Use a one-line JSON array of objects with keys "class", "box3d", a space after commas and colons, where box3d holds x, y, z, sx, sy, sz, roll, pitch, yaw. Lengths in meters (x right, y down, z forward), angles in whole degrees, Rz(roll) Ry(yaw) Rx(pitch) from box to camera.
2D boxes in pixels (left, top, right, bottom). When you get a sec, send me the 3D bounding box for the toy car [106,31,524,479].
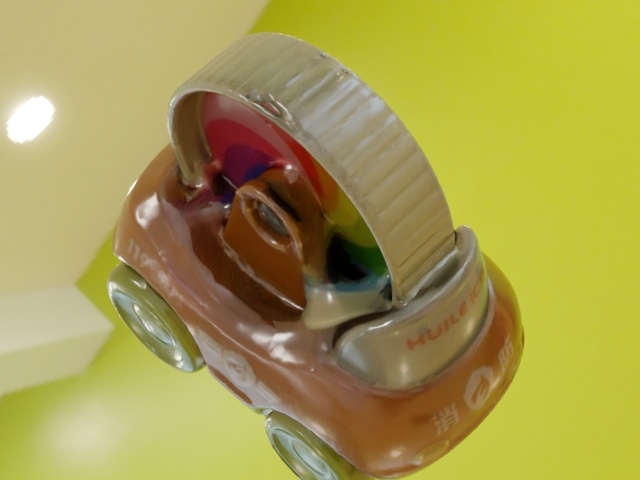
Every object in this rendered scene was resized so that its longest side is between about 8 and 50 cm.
[{"class": "toy car", "box3d": [0.000, 0.000, 0.679, 0.145, 0.235, 0.235, -44, -16, -23]}]
